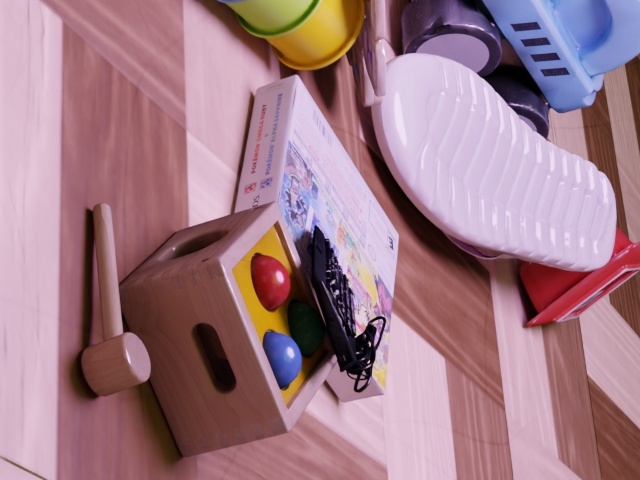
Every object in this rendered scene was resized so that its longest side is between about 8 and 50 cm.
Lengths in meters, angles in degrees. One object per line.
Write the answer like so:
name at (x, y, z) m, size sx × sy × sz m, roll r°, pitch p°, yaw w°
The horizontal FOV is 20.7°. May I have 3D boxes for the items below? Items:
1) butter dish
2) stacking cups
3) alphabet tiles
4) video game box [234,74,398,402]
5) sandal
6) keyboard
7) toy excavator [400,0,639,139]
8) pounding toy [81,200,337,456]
butter dish at (0.291, 0.017, 2.039) m, size 0.118 × 0.160 × 0.160 m, roll 54°, pitch 18°, yaw 12°
stacking cups at (-0.082, -0.232, 1.372) m, size 0.316 × 0.096 × 0.096 m, roll 29°, pitch 49°, yaw -54°
alphabet tiles at (0.032, -0.268, 1.554) m, size 0.278 × 0.021 × 0.284 m, roll -105°, pitch -171°, yaw -51°
video game box at (0.000, 0.000, 1.442) m, size 0.205 × 0.048 × 0.187 m, roll 56°, pitch 26°, yaw -37°
sandal at (0.167, -0.055, 1.819) m, size 0.416 × 0.102 × 0.169 m, roll 29°, pitch 62°, yaw -43°
keyboard at (0.023, 0.045, 1.285) m, size 0.192 × 0.038 × 0.100 m, roll -86°, pitch 159°, yaw -78°
toy excavator at (0.284, -0.326, 1.817) m, size 0.433 × 0.445 × 0.222 m, roll 49°, pitch 32°, yaw -48°
pounding toy at (-0.077, 0.046, 1.160) m, size 0.181 × 0.094 × 0.206 m, roll 69°, pitch 22°, yaw -13°
